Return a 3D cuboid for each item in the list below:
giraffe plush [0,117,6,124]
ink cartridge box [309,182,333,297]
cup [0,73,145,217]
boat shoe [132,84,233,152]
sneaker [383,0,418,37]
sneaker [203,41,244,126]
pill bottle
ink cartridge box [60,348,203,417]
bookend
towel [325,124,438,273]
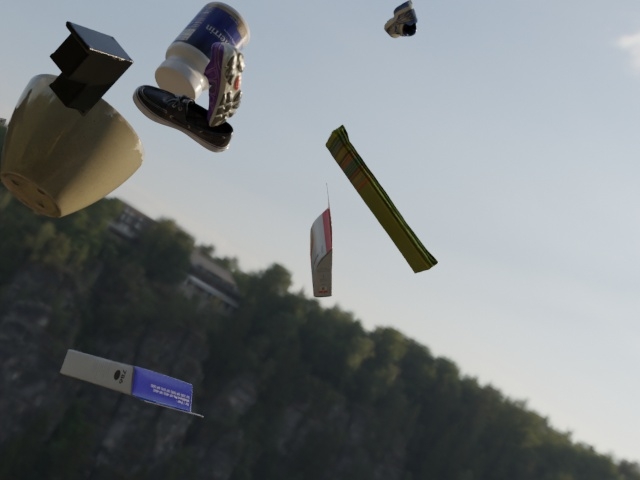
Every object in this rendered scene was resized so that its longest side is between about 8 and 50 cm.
[{"bbox_3d":[-0.857,-0.357,2.068,0.210,0.181,0.170,2,-34,-22],"label":"giraffe plush"},{"bbox_3d":[0.000,0.000,1.703,0.045,0.145,0.179,-4,-54,-1],"label":"ink cartridge box"},{"bbox_3d":[-0.624,-0.195,2.069,0.331,0.237,0.331,24,-26,13],"label":"cup"},{"bbox_3d":[-0.285,-0.269,1.828,0.228,0.080,0.076,34,-38,-8],"label":"boat shoe"},{"bbox_3d":[0.173,-0.451,1.829,0.058,0.052,0.135,61,-9,6],"label":"sneaker"},{"bbox_3d":[-0.188,-0.295,1.632,0.071,0.170,0.068,34,37,25],"label":"sneaker"},{"bbox_3d":[-0.310,-0.488,2.266,0.153,0.265,0.153,24,-30,15],"label":"pill bottle"},{"bbox_3d":[-0.400,0.302,1.852,0.332,0.065,0.165,6,-16,44],"label":"ink cartridge box"},{"bbox_3d":[-0.465,-0.323,1.652,0.072,0.157,0.156,50,16,11],"label":"bookend"},{"bbox_3d":[0.085,-0.056,1.243,0.237,0.021,0.102,55,-8,1],"label":"towel"}]
